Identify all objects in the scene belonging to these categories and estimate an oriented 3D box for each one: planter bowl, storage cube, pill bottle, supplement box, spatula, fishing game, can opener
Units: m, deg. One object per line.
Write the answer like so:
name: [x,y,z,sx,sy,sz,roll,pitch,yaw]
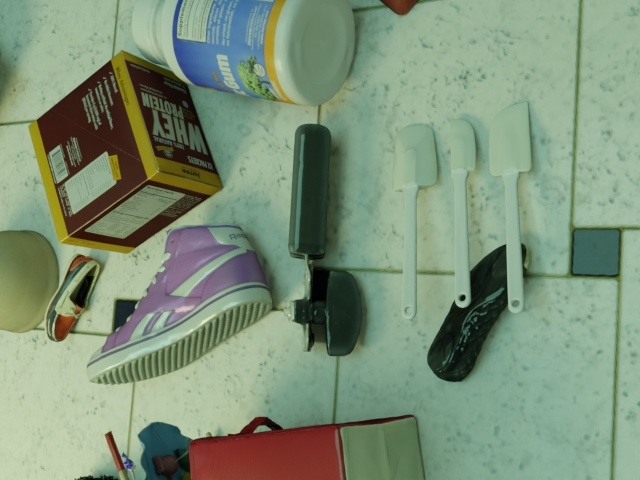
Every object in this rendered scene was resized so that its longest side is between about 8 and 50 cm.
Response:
planter bowl: [-0.496,0.058,1.342,0.162,0.109,0.162,-5,81,32]
storage cube: [-0.006,0.294,0.956,0.193,0.183,0.215,-13,76,29]
pill bottle: [-0.105,-0.262,1.116,0.272,0.152,0.152,15,91,33]
supplement box: [-0.270,-0.116,1.212,0.194,0.129,0.191,-31,68,25]
spatula: [0.154,-0.030,0.980,0.168,0.019,0.242,-7,69,26]
fishing game: [-0.143,0.286,1.004,0.041,0.264,0.189,-30,67,9]
can opener: [0.000,0.000,1.073,0.093,0.074,0.281,-1,83,-3]

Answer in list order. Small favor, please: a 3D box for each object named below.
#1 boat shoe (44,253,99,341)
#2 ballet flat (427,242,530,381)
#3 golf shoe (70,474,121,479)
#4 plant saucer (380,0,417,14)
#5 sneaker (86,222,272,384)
boat shoe: [-0.362,0.088,1.292,0.043,0.049,0.137,21,90,30]
ballet flat: [0.175,0.077,0.965,0.173,0.049,0.057,-57,42,5]
golf shoe: [-0.277,0.369,1.180,0.198,0.077,0.094,3,85,34]
plant saucer: [0.076,-0.443,1.022,0.259,0.048,0.258,40,106,1]
sneaker: [-0.200,0.077,1.167,0.282,0.102,0.161,-29,65,14]
